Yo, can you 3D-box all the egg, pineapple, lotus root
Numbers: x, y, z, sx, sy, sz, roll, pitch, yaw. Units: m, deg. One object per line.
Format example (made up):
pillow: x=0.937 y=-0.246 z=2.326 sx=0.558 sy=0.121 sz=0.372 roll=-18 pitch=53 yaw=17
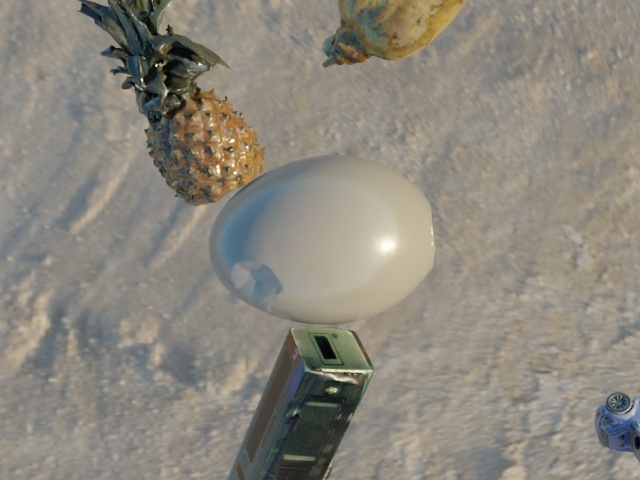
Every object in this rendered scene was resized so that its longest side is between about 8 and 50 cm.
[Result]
egg: x=0.000 y=0.000 z=1.368 sx=0.231 sy=0.176 sz=0.176 roll=-4 pitch=81 yaw=-14
pineapple: x=-0.210 y=-0.226 z=1.855 sx=0.165 sy=0.165 sz=0.365 roll=-22 pitch=108 yaw=15
lotus root: x=0.056 y=-0.163 z=0.856 sx=0.072 sy=0.063 sz=0.152 roll=45 pitch=105 yaw=-5

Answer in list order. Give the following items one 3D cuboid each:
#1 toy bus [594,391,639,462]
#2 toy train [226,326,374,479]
toy bus: x=0.392 y=0.204 z=1.463 sx=0.167 sy=0.073 sz=0.076 roll=-14 pitch=47 yaw=3
toy train: x=-0.054 y=0.268 z=1.489 sx=0.409 sy=0.086 sz=0.089 roll=-67 pitch=32 yaw=33
